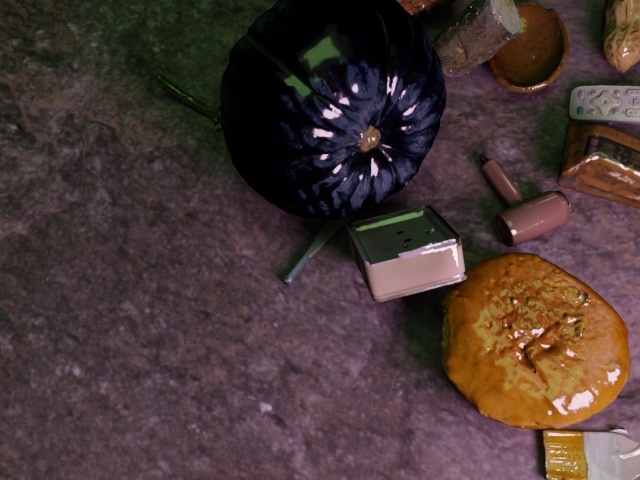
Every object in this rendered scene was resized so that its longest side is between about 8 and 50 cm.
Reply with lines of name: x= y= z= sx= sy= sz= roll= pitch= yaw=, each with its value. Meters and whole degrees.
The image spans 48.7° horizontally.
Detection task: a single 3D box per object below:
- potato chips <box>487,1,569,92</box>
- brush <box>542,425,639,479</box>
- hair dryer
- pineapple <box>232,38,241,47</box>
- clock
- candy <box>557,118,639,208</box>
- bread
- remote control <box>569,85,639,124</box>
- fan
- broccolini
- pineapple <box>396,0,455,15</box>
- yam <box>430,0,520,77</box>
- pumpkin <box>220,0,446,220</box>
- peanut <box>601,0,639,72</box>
potato chips: x=0.379 y=-0.354 z=1.311 sx=0.150 sy=0.049 sz=0.202 roll=-11 pitch=65 yaw=6
brush: x=0.483 y=0.307 z=0.990 sx=0.336 sy=0.020 sz=0.085 roll=1 pitch=63 yaw=5
hair dryer: x=0.321 y=-0.082 z=1.179 sx=0.117 sy=0.064 sz=0.182 roll=-24 pitch=59 yaw=-7
pineapple: x=-0.083 y=-0.320 z=1.282 sx=0.193 sy=0.166 sz=0.166 roll=33 pitch=71 yaw=33
clock: x=0.124 y=0.014 z=1.080 sx=0.147 sy=0.071 sz=0.192 roll=-14 pitch=18 yaw=-2
candy: x=0.522 y=-0.102 z=1.149 sx=0.271 sy=0.101 sz=0.143 roll=20 pitch=61 yaw=8
bread: x=0.297 y=0.155 z=1.016 sx=0.268 sy=0.146 sz=0.268 roll=-4 pitch=65 yaw=8
remote control: x=0.556 y=-0.231 z=1.239 sx=0.229 sy=0.044 sz=0.073 roll=5 pitch=70 yaw=17
fan: x=0.000 y=0.000 z=1.191 sx=0.038 sy=0.016 sz=0.193 roll=31 pitch=69 yaw=26
broccolini: x=-0.196 y=-0.253 z=1.274 sx=0.271 sy=0.123 sz=0.062 roll=25 pitch=58 yaw=17
pineapple: x=0.099 y=-0.501 z=1.339 sx=0.362 sy=0.202 sz=0.202 roll=-17 pitch=63 yaw=5
yam: x=0.275 y=-0.368 z=1.267 sx=0.107 sy=0.183 sz=0.107 roll=15 pitch=61 yaw=-29
pumpkin: x=0.022 y=-0.207 z=1.107 sx=0.363 sy=0.363 sz=0.266 roll=-34 pitch=41 yaw=-11
peanut: x=0.561 y=-0.394 z=1.291 sx=0.083 sy=0.093 sz=0.194 roll=15 pitch=63 yaw=-3
